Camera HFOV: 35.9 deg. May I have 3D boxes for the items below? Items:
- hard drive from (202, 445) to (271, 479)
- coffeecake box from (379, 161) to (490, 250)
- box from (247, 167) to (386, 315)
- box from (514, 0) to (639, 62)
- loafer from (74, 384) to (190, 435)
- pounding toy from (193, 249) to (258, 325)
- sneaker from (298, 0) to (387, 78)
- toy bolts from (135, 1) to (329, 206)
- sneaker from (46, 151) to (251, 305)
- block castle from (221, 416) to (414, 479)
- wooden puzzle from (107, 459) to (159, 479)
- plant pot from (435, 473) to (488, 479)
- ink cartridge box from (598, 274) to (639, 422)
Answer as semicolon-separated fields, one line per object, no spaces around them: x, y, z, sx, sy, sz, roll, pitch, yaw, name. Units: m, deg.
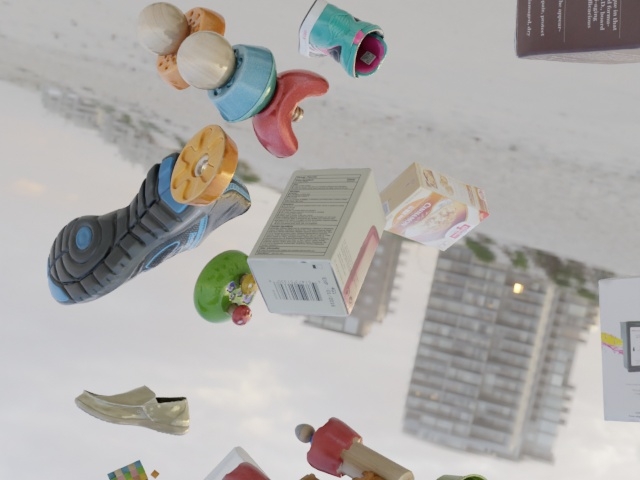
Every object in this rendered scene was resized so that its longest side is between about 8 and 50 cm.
-0.203;0.610;1.933;0.233;0.353;0.047;45;-172;16;hard drive
0.216;-0.064;1.959;0.186;0.142;0.068;18;-133;-32;coffeecake box
0.000;0.000;1.624;0.149;0.126;0.232;0;-139;25;box
0.342;-0.281;1.074;0.169;0.166;0.203;-3;-173;-34;box
-0.413;0.365;2.205;0.269;0.092;0.102;17;174;-26;loafer
-0.171;0.115;2.300;0.237;0.182;0.110;-25;-142;-37;pounding toy
0.055;-0.424;2.147;0.178;0.123;0.295;32;-179;2;sneaker
-0.130;-0.155;1.085;0.159;0.218;0.229;28;173;-35;toy bolts
-0.247;0.003;1.395;0.341;0.125;0.140;-28;157;28;sneaker
-0.050;0.511;1.486;0.213;0.453;0.303;24;-157;32;block castle
-0.266;0.340;1.388;0.083;0.049;0.006;-21;161;-23;wooden puzzle
0.215;0.399;1.547;0.083;0.083;0.079;8;176;-25;plant pot
0.661;0.202;1.844;0.198;0.269;0.197;6;170;-37;ink cartridge box
